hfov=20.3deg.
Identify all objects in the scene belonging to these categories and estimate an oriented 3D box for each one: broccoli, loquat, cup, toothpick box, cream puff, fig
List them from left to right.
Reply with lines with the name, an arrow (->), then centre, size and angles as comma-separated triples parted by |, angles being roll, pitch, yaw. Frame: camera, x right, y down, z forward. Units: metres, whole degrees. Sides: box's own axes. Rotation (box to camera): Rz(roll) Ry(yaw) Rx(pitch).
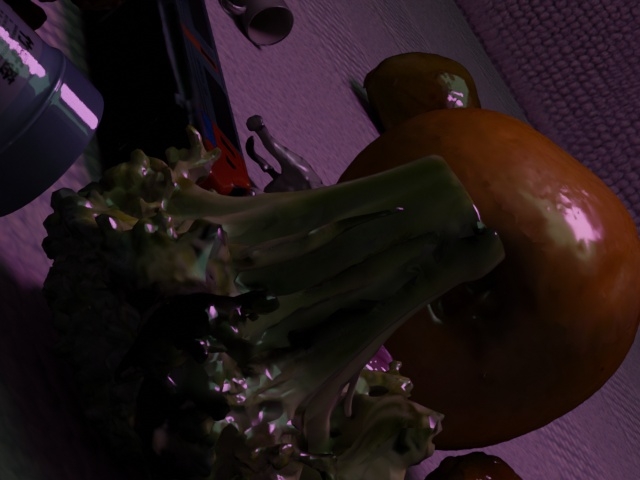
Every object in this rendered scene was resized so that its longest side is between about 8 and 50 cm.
toothpick box -> -0.206, -0.098, 0.990 | 0.153, 0.101, 0.101 | 48, 15, -29
cup -> -0.078, -0.259, 1.976 | 0.054, 0.075, 0.083 | 94, -24, -45
broccoli -> -0.014, 0.049, 0.982 | 0.263, 0.243, 0.247 | 60, 0, 2
fig -> 0.135, -0.174, 2.320 | 0.165, 0.144, 0.154 | 44, 51, -8
loquat -> 0.115, 0.028, 1.411 | 0.275, 0.275, 0.275 | 50, 14, -17
cream puff -> 0.118, 0.222, 1.371 | 0.122, 0.094, 0.116 | 18, 32, -29

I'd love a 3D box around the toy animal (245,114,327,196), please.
toy animal -> 0.005, -0.003, 1.570 | 0.217, 0.073, 0.176 | 53, 7, 15

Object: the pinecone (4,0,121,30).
pinecone -> -0.201, -0.264, 1.095 | 0.244, 0.309, 0.244 | 23, -11, 5

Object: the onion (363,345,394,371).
onion -> 0.000, 0.101, 1.256 | 0.104, 0.115, 0.115 | 104, -27, -42

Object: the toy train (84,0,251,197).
toy train -> -0.120, -0.119, 1.375 | 0.089, 0.086, 0.409 | 48, 15, -35
